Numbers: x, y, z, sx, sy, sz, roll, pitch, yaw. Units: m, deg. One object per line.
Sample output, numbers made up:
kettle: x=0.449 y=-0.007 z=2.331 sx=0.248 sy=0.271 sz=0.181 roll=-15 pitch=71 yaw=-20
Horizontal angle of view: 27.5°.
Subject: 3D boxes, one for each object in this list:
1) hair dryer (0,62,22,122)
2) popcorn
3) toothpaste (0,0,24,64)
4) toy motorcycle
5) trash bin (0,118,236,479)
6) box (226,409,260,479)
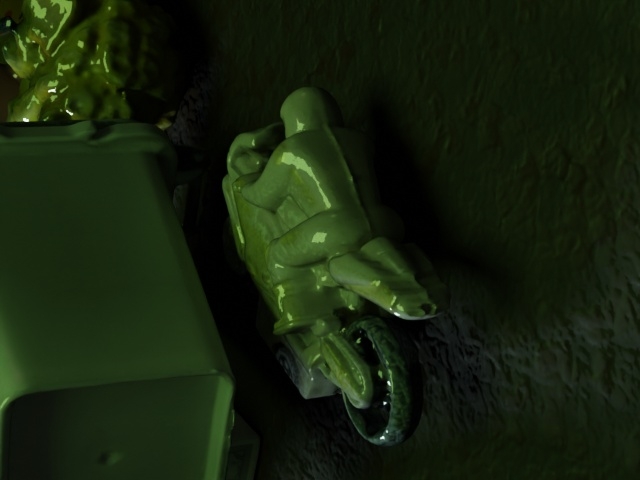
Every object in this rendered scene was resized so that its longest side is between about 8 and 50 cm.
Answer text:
hair dryer: x=-0.312 y=-0.231 z=1.399 sx=0.125 sy=0.210 sz=0.352 roll=48 pitch=117 yaw=50
popcorn: x=-0.229 y=-0.168 z=1.284 sx=0.218 sy=0.169 sz=0.189 roll=-7 pitch=88 yaw=53
toothpaste: x=-0.400 y=-0.310 z=1.583 sx=0.077 sy=0.110 sz=0.328 roll=19 pitch=109 yaw=57
toy motorcycle: x=0.000 y=0.000 z=1.010 sx=0.341 sy=0.107 sz=0.223 roll=-132 pitch=42 yaw=-52
trash bin: x=-0.193 y=0.073 z=1.092 sx=0.368 sy=0.296 sz=0.256 roll=-125 pitch=40 yaw=-50
box: x=-0.192 y=0.163 z=1.268 sx=0.256 sy=0.164 sz=0.069 roll=39 pitch=123 yaw=48
